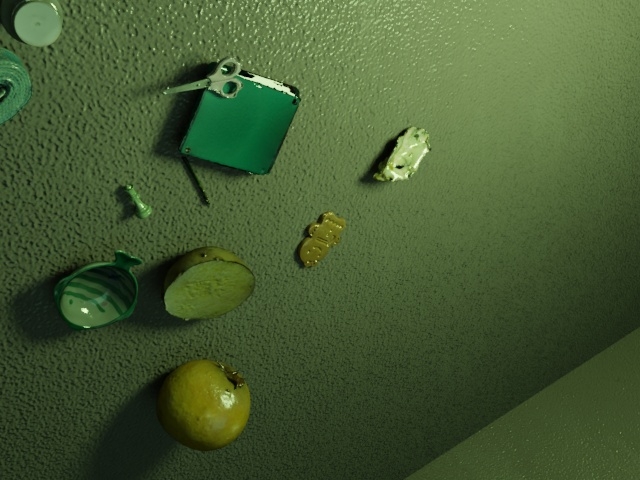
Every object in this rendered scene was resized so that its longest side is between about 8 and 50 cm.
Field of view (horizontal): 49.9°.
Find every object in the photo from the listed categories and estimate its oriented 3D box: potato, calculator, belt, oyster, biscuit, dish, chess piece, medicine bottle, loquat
[{"bbox_3d":[-0.318,0.107,1.858,0.239,0.116,0.299,-44,147,10],"label":"potato"},{"bbox_3d":[-0.199,-0.292,1.681,0.274,0.058,0.248,8,115,-38],"label":"calculator"},{"bbox_3d":[-0.654,-0.300,1.346,0.163,0.082,0.147,-27,143,-20],"label":"belt"},{"bbox_3d":[0.241,-0.245,2.019,0.133,0.072,0.209,31,82,-38],"label":"oyster"},{"bbox_3d":[0.000,-0.003,2.054,0.184,0.027,0.133,-45,137,2],"label":"biscuit"},{"bbox_3d":[-0.555,0.111,1.720,0.246,0.078,0.224,-50,135,9],"label":"dish"},{"bbox_3d":[-0.448,-0.098,1.668,0.042,0.042,0.093,-33,129,-10],"label":"chess piece"},{"bbox_3d":[-0.535,-0.423,1.258,0.107,0.191,0.107,-18,130,-23],"label":"medicine bottle"},{"bbox_3d":[-0.329,0.475,2.013,0.275,0.275,0.274,-18,130,-23],"label":"loquat"}]

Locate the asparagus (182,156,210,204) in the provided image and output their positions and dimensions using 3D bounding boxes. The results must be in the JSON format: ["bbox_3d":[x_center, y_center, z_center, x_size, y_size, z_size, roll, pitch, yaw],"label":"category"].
[{"bbox_3d":[-0.312,-0.149,1.741,0.013,0.016,0.166,-59,143,-33],"label":"asparagus"}]

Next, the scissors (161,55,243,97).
[{"bbox_3d":[-0.265,-0.353,1.547,0.189,0.015,0.100,-18,131,-20],"label":"scissors"}]
